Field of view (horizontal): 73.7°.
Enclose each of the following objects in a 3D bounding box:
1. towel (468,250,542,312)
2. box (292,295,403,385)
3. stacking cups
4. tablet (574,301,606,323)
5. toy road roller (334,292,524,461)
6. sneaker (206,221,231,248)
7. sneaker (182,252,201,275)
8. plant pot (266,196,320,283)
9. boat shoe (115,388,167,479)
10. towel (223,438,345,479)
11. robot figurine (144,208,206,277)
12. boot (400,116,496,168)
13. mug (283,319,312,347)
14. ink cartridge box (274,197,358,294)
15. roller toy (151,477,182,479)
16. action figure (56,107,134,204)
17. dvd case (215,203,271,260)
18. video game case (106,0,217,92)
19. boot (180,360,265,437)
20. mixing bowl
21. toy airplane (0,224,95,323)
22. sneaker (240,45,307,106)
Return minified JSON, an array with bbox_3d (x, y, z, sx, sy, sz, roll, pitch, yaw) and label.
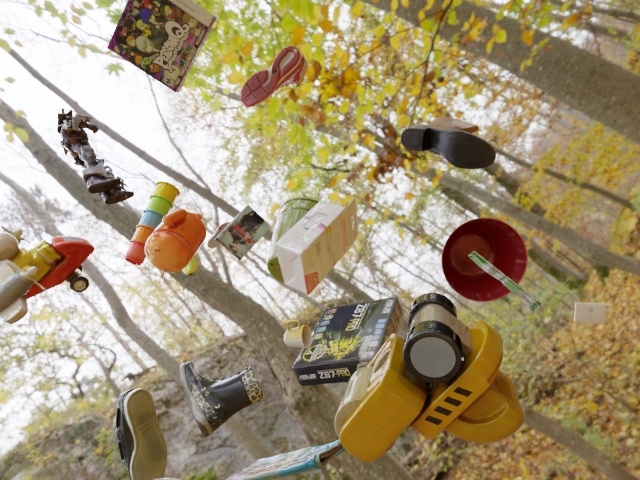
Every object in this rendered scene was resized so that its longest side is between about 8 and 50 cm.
[{"bbox_3d":[0.349,0.076,0.819,0.023,0.152,0.113,-51,-19,11],"label":"towel"},{"bbox_3d":[0.114,0.363,1.575,0.395,0.318,0.097,-49,-58,-59],"label":"box"},{"bbox_3d":[-0.616,-0.062,1.545,0.096,0.096,0.316,62,-140,-56],"label":"stacking cups"},{"bbox_3d":[0.703,0.189,1.114,0.006,0.083,0.054,-169,83,-85],"label":"tablet"},{"bbox_3d":[0.206,0.283,0.788,0.329,0.240,0.202,-53,-5,18],"label":"toy road roller"},{"bbox_3d":[-0.454,-0.026,1.909,0.158,0.065,0.061,-46,-72,-26],"label":"sneaker"},{"bbox_3d":[-0.527,0.037,1.649,0.081,0.208,0.094,-23,-24,15],"label":"sneaker"},{"bbox_3d":[-0.102,0.033,2.177,0.366,0.366,0.353,85,-159,-48],"label":"plant pot"},{"bbox_3d":[-0.585,0.636,1.360,0.127,0.113,0.340,-20,-79,-53],"label":"boat shoe"},{"bbox_3d":[-0.114,0.718,1.378,0.370,0.040,0.271,-22,-19,17],"label":"towel"},{"bbox_3d":[-0.398,-0.001,1.179,0.158,0.128,0.219,-40,19,31],"label":"robot figurine"},{"bbox_3d":[0.401,-0.289,1.232,0.280,0.264,0.096,-30,-53,-49],"label":"boot"},{"bbox_3d":[-0.065,0.259,1.178,0.062,0.064,0.078,28,-125,-61],"label":"mug"},{"bbox_3d":[0.000,0.000,0.879,0.198,0.067,0.115,-46,-37,-35],"label":"ink cartridge box"},{"bbox_3d":[-0.422,0.760,1.188,0.191,0.209,0.146,-58,13,34],"label":"roller toy"},{"bbox_3d":[-0.610,-0.226,1.126,0.099,0.285,0.185,-31,-17,-24],"label":"action figure"},{"bbox_3d":[-0.193,-0.019,1.072,0.119,0.013,0.087,-46,-64,-5],"label":"dvd case"},{"bbox_3d":[-0.428,-0.560,1.153,0.232,0.210,0.042,-54,12,17],"label":"video game case"},{"bbox_3d":[-0.267,0.386,1.144,0.179,0.236,0.085,-25,-52,-17],"label":"boot"},{"bbox_3d":[0.348,0.038,0.953,0.181,0.181,0.098,-56,2,4],"label":"mixing bowl"},{"bbox_3d":[-0.969,0.103,1.331,0.384,0.386,0.272,-76,-19,-53],"label":"toy airplane"},{"bbox_3d":[-0.123,-0.455,1.248,0.221,0.087,0.128,-32,-10,19],"label":"sneaker"}]
